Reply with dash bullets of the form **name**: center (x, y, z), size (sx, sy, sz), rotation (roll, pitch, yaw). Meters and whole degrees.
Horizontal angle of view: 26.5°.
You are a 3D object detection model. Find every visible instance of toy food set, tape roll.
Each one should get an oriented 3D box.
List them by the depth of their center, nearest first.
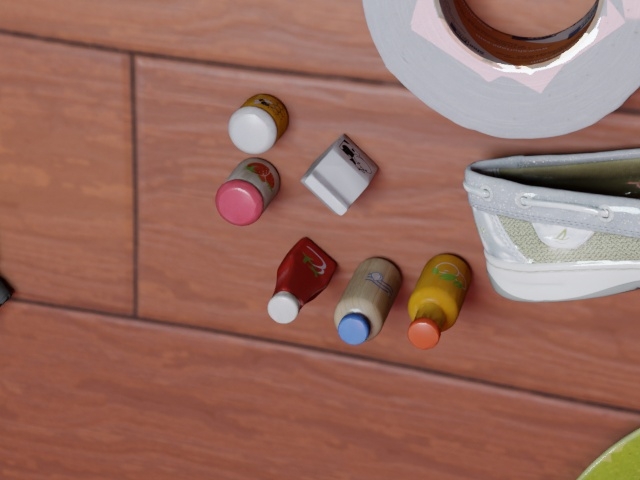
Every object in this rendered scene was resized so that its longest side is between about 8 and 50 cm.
- **tape roll**: center (0.141, -0.184, 0.944), size (0.219, 0.072, 0.219), rotation (7, 116, 14)
- **toy food set**: center (0.000, 0.000, 1.053), size (0.232, 0.104, 0.111), rotation (44, 118, -7)

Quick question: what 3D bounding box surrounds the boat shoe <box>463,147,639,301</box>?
- **boat shoe**: center (0.260, -0.034, 0.959), size (0.321, 0.118, 0.103), rotation (-9, 116, 27)

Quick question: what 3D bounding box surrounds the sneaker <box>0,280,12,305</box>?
- **sneaker**: center (-0.339, 0.045, 1.206), size (0.170, 0.051, 0.089), rotation (-34, 102, 22)

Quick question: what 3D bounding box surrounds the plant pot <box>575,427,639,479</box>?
- **plant pot**: center (0.349, 0.318, 1.038), size (0.293, 0.274, 0.275), rotation (40, 120, -23)
